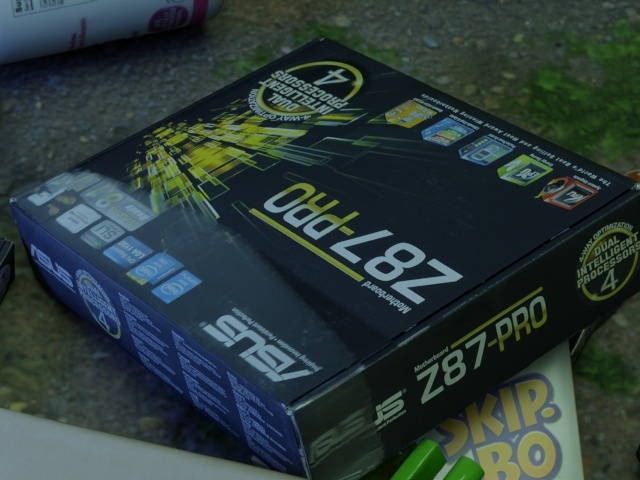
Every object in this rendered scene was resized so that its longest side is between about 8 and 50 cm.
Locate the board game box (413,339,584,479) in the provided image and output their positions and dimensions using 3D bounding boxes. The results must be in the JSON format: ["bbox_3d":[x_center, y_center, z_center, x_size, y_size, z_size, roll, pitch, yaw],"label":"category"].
[{"bbox_3d":[0.133,0.178,1.416,0.124,0.039,0.259,-4,72,-5],"label":"board game box"}]

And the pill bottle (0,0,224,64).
[{"bbox_3d":[-0.235,-0.236,1.607,0.283,0.160,0.160,-13,60,-15],"label":"pill bottle"}]

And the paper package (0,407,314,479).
[{"bbox_3d":[-0.125,0.289,1.194,0.325,0.168,0.309,10,60,28],"label":"paper package"}]

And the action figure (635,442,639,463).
[{"bbox_3d":[0.395,0.140,1.484,0.285,0.099,0.185,-13,52,-27],"label":"action figure"}]

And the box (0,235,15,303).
[{"bbox_3d":[-0.401,0.050,1.461,0.270,0.060,0.216,21,58,6],"label":"box"}]

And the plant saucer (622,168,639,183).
[{"bbox_3d":[0.282,-0.023,1.621,0.083,0.013,0.083,3,57,-4],"label":"plant saucer"}]

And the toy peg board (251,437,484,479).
[{"bbox_3d":[0.058,0.196,1.329,0.161,0.161,0.079,22,62,38],"label":"toy peg board"}]

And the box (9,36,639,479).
[{"bbox_3d":[0.000,0.000,1.425,0.318,0.097,0.395,-31,38,-22],"label":"box"}]

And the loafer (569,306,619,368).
[{"bbox_3d":[0.170,0.067,1.506,0.096,0.084,0.267,32,59,13],"label":"loafer"}]
